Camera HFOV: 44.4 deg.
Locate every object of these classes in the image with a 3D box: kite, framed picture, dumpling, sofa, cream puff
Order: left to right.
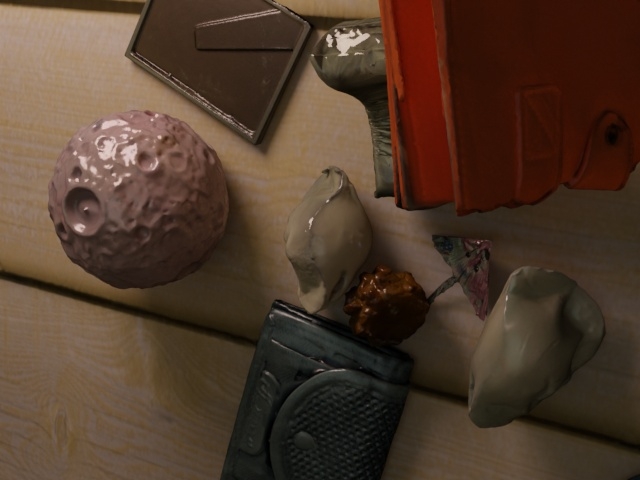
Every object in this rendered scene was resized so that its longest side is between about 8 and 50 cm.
[{"bbox_3d":[-0.152,-0.288,1.134,0.265,0.018,0.192,36,113,16],"label":"framed picture"},{"bbox_3d":[-0.003,0.001,1.071,0.111,0.155,0.181,41,77,-19],"label":"dumpling"},{"bbox_3d":[0.086,0.086,1.052,0.115,0.094,0.122,-11,113,-3],"label":"cream puff"},{"bbox_3d":[0.122,-0.148,0.907,0.210,0.225,0.176,3,85,24],"label":"sofa"},{"bbox_3d":[0.178,0.047,1.023,0.157,0.011,0.139,-51,54,43],"label":"kite"},{"bbox_3d":[0.267,0.140,0.975,0.151,0.124,0.229,12,115,-14],"label":"dumpling"}]

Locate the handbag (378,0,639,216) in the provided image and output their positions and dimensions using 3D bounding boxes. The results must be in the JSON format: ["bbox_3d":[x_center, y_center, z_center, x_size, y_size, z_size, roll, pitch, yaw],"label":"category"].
[{"bbox_3d":[0.239,-0.192,0.750,0.116,0.409,0.304,5,106,56],"label":"handbag"}]

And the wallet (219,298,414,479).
[{"bbox_3d":[-0.015,0.284,1.154,0.237,0.075,0.342,22,108,17],"label":"wallet"}]

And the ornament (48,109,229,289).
[{"bbox_3d":[-0.261,-0.058,1.115,0.259,0.225,0.260,6,104,24],"label":"ornament"}]

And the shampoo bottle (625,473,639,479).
[{"bbox_3d":[0.459,0.407,0.955,0.103,0.061,0.259,-37,84,28],"label":"shampoo bottle"}]
